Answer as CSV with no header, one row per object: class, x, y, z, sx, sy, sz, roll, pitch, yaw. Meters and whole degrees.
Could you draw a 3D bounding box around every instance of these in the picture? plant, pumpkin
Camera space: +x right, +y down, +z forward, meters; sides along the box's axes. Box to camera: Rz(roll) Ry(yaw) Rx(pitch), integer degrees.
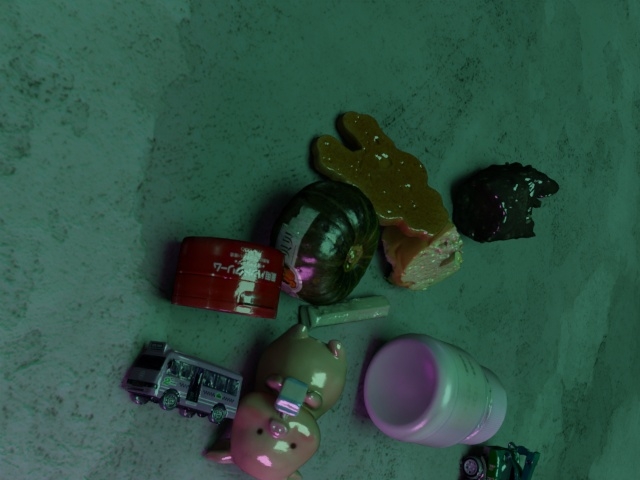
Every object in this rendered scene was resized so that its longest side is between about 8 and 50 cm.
plant,0.492,-0.101,1.937,0.276,0.199,0.188,-22,113,-39
pumpkin,-0.003,-0.002,1.451,0.260,0.189,0.260,-41,148,-32

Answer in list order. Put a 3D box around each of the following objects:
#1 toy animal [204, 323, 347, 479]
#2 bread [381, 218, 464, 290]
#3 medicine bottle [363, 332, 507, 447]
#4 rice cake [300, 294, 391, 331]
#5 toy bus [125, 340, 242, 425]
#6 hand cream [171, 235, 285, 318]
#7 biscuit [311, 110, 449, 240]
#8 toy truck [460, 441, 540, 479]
toy animal,-0.062,0.321,1.376,0.195,0.213,0.256,29,51,3
bread,0.221,0.002,1.743,0.211,0.224,0.184,-37,136,11
medicine bottle,0.275,0.359,1.696,0.302,0.241,0.241,24,75,-43
rice cake,0.059,0.156,1.607,0.256,0.052,0.057,-3,65,-45
toy bus,-0.235,0.254,1.283,0.199,0.096,0.108,31,66,-44
hand cream,-0.161,0.067,1.282,0.193,0.193,0.125,13,80,-45
biscuit,0.136,-0.131,1.578,0.334,0.047,0.202,41,58,-3
toy truck,0.477,0.723,1.970,0.177,0.178,0.363,16,84,-45
